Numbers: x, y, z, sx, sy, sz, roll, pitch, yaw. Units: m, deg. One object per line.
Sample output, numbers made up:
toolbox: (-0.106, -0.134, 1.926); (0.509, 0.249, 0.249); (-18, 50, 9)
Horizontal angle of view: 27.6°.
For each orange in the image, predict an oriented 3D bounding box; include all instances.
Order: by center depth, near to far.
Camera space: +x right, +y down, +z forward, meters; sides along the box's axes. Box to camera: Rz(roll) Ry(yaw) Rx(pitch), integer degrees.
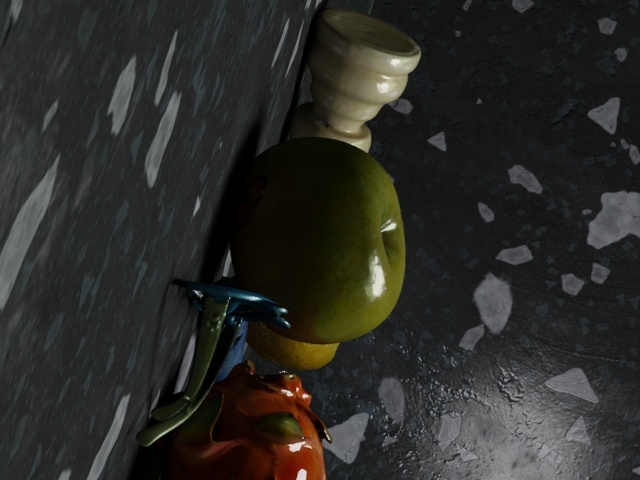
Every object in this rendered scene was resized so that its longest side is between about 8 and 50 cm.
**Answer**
orange: (-0.037, 0.077, 1.947); (0.158, 0.179, 0.237); (13, 104, -56)

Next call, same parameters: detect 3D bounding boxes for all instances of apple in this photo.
apple: (0.000, 0.000, 1.576); (0.261, 0.194, 0.261); (-7, 90, -72)

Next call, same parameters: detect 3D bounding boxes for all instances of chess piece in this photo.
chess piece: (0.026, -0.177, 1.935); (0.167, 0.167, 0.299); (-68, 178, -65)

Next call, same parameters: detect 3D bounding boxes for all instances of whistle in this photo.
whistle: (-0.127, 0.137, 1.722); (0.304, 0.062, 0.062); (105, 4, -62)

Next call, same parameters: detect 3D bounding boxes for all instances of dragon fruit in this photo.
dragon fruit: (-0.092, 0.257, 1.536); (0.227, 0.224, 0.224); (-98, -160, -53)

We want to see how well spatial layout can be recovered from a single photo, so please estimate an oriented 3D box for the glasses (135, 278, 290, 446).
glasses: (-0.138, 0.116, 1.378); (0.207, 0.102, 0.239); (-44, 174, -10)
